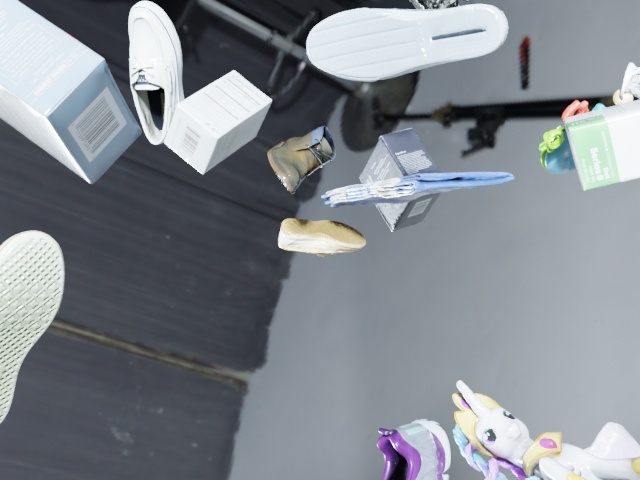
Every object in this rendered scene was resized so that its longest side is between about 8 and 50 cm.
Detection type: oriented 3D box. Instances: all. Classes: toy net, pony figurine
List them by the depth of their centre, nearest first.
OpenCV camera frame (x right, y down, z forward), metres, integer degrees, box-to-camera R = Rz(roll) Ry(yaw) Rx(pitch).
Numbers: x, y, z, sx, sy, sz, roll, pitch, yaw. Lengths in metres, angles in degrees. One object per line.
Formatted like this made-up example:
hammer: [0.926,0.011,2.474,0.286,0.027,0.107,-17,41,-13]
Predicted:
pony figurine: [0.345,0.337,1.136,0.303,0.351,0.363,-44,24,-17]
toy net: [0.415,-0.200,1.326,0.232,0.122,0.045,-45,42,2]

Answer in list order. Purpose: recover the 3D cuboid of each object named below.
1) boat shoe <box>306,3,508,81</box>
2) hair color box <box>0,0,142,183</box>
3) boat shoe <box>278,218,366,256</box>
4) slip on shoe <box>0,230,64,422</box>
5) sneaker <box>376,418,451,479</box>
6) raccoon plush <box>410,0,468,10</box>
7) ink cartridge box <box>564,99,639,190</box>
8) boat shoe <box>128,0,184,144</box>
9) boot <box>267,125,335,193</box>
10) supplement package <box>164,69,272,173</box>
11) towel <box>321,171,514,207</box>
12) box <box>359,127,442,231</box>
boat shoe: [0.132,-0.296,1.344,0.302,0.094,0.109,0,97,16]
hair color box: [-0.440,-0.252,1.240,0.374,0.185,0.114,34,73,18]
boat shoe: [0.000,0.000,1.673,0.063,0.170,0.059,-101,28,-46]
slip on shoe: [-0.447,0.118,1.228,0.101,0.123,0.331,51,123,41]
sneaker: [0.102,0.326,1.047,0.083,0.098,0.224,-16,75,48]
raccoon plush: [0.251,-0.663,1.820,0.299,0.216,0.446,-39,72,5]
ink cartridge box: [0.442,-0.142,1.186,0.212,0.093,0.154,-15,8,15]
boat shoe: [-0.319,-0.310,1.680,0.088,0.096,0.268,-58,-27,-53]
boot: [-0.029,-0.151,1.565,0.106,0.082,0.219,-30,19,8]
supplement package: [-0.195,-0.229,1.708,0.179,0.105,0.105,-43,-12,-45]
towel: [0.160,-0.087,1.530,0.285,0.209,0.034,-5,90,58]
box: [0.179,-0.133,1.956,0.158,0.093,0.156,60,150,21]
